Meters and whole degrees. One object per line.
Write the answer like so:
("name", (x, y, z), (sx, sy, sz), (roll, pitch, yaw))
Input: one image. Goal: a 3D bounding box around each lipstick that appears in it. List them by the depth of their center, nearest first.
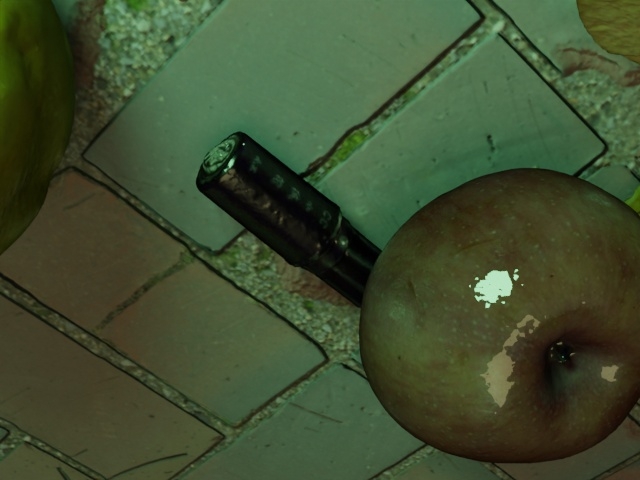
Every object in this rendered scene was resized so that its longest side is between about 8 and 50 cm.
("lipstick", (0.000, 0.000, 0.905), (0.081, 0.081, 0.300), (-37, 122, 24))

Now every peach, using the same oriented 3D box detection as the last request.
("peach", (-0.362, -0.111, 0.713), (0.282, 0.314, 0.315), (29, 120, 1))

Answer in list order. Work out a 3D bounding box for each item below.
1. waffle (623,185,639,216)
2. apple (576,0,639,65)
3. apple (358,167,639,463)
("waffle", (0.428, 0.000, 0.910), (0.245, 0.052, 0.254), (20, 123, -13))
("apple", (0.354, -0.231, 0.633), (0.309, 0.252, 0.314), (19, 122, 3))
("apple", (0.190, 0.081, 0.837), (0.306, 0.235, 0.305), (-6, 113, -15))
